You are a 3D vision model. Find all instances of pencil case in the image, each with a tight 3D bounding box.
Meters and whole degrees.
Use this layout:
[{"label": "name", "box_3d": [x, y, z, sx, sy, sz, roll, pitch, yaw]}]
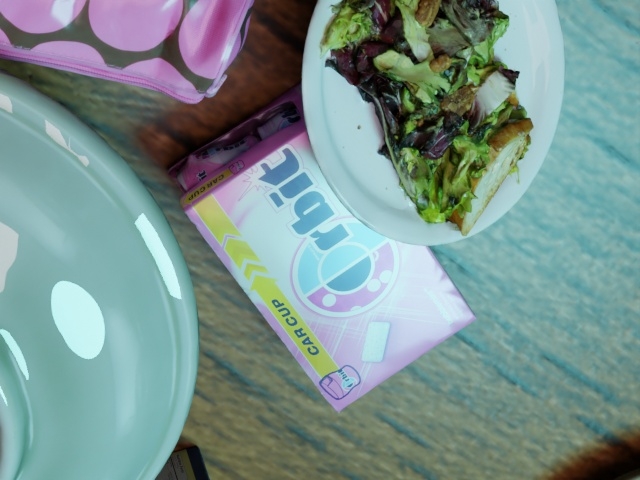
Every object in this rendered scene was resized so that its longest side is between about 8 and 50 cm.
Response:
[{"label": "pencil case", "box_3d": [-0.140, -0.134, 1.019, 0.209, 0.095, 0.098, 10, 78, -17]}]

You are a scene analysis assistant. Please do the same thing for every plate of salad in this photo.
[{"label": "plate of salad", "box_3d": [0.076, -0.095, 1.083, 0.200, 0.048, 0.200, -6, 101, -34]}]

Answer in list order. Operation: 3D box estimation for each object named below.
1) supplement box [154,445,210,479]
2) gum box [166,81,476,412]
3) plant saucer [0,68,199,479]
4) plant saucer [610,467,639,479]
[{"label": "supplement box", "box_3d": [-0.107, 0.191, 1.208, 0.083, 0.056, 0.083, -14, 119, -8]}, {"label": "gum box", "box_3d": [0.000, 0.000, 1.138, 0.107, 0.062, 0.188, -34, 119, 3]}, {"label": "plant saucer", "box_3d": [-0.269, 0.078, 1.034, 0.400, 0.100, 0.400, -1, 124, -1]}, {"label": "plant saucer", "box_3d": [0.254, 0.269, 1.354, 0.278, 0.041, 0.278, -6, 117, -11]}]
